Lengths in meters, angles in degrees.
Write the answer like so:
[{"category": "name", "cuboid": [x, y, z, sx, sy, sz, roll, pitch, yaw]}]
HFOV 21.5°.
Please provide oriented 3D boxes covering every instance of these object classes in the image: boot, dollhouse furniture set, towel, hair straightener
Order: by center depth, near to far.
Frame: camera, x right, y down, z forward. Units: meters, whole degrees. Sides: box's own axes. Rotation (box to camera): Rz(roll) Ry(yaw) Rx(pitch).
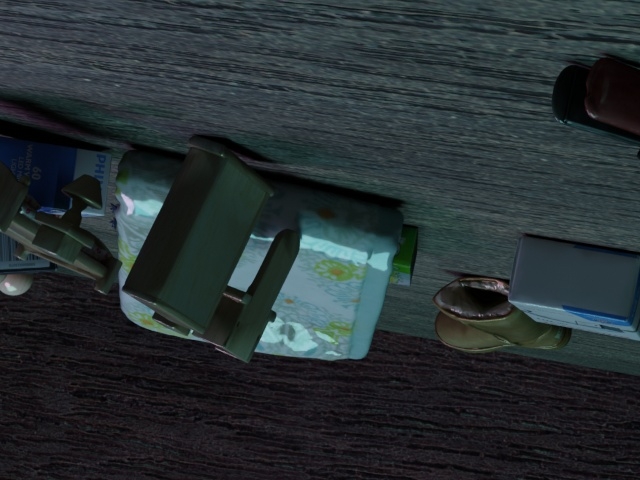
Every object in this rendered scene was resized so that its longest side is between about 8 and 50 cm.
[{"category": "hair straightener", "cuboid": [0.250, -0.073, 1.112, 0.230, 0.047, 0.089, 10, 175, -24]}, {"category": "dollhouse furniture set", "cuboid": [-0.238, -0.043, 1.791, 0.355, 0.174, 0.303, 20, 169, 32]}, {"category": "towel", "cuboid": [-0.081, 0.032, 1.982, 0.320, 0.090, 0.374, 11, 154, -1]}, {"category": "boot", "cuboid": [0.234, 0.106, 2.530, 0.236, 0.089, 0.269, -3, 167, 28]}]

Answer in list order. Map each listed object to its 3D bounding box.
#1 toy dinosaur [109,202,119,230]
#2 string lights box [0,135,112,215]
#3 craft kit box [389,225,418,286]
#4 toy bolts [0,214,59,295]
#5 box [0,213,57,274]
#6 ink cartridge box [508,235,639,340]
[{"category": "toy dinosaur", "cuboid": [-0.263, -0.034, 2.399, 0.082, 0.047, 0.090, -8, 178, -44]}, {"category": "string lights box", "cuboid": [-0.380, -0.080, 1.902, 0.259, 0.077, 0.133, 8, 177, -23]}, {"category": "craft kit box", "cuboid": [0.000, 0.000, 2.142, 0.246, 0.061, 0.250, 8, 173, 5]}, {"category": "toy bolts", "cuboid": [-0.497, -0.009, 2.494, 0.218, 0.159, 0.228, 9, 173, 22]}, {"category": "box", "cuboid": [-0.462, -0.026, 2.209, 0.165, 0.143, 0.270, -2, -179, -26]}, {"category": "ink cartridge box", "cuboid": [0.305, 0.056, 1.945, 0.139, 0.082, 0.190, 10, 172, 18]}]
